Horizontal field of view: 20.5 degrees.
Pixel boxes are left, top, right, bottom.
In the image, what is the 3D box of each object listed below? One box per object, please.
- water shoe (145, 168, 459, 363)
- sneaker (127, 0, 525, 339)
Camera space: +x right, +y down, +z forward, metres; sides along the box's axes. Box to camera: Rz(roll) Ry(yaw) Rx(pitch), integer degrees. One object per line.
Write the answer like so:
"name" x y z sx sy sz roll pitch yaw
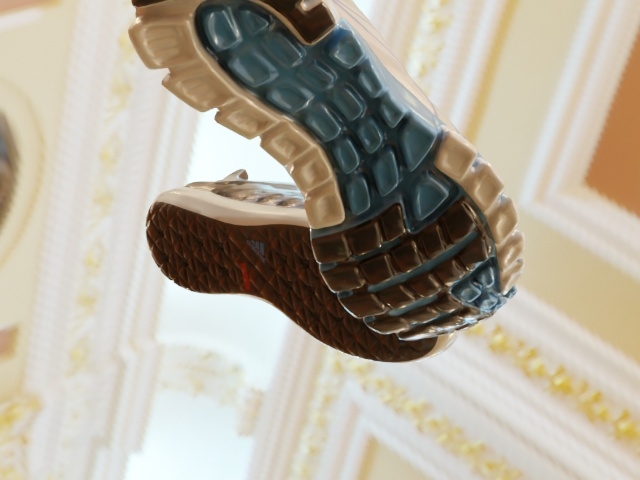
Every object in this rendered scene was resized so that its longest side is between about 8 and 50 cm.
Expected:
"water shoe" 0.000 0.000 0.910 0.203 0.080 0.073 19 -53 37
"sneaker" 0.007 -0.047 0.601 0.071 0.083 0.191 -30 -58 13
